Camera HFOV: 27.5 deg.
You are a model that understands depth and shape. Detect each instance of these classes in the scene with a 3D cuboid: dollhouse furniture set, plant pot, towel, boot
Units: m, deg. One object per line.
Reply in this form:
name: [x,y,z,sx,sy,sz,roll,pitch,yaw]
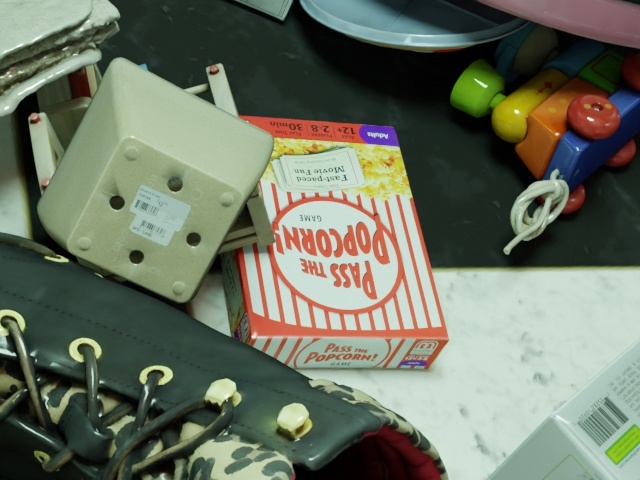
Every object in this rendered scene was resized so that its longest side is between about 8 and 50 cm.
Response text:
dollhouse furniture set: [-0.123,-0.087,0.881,0.129,0.129,0.183,-16,59,-2]
plant pot: [-0.094,-0.024,0.738,0.109,0.109,0.096,27,14,-14]
towel: [-0.286,-0.121,0.833,0.282,0.049,0.187,-27,44,-27]
boot: [-0.127,0.080,0.621,0.284,0.377,0.138,22,88,34]

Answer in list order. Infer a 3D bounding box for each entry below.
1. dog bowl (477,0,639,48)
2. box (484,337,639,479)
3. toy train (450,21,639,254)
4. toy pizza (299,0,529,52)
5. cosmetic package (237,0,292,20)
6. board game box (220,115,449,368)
dog bowl: [0.192,-0.290,1.091,0.408,0.150,0.408,16,25,-8]
box: [0.160,0.162,0.789,0.114,0.203,0.103,-31,71,-38]
toy train: [0.163,-0.094,1.056,0.143,0.105,0.248,36,49,20]
toy pizza: [0.082,-0.198,1.105,0.201,0.032,0.201,1,32,-1]
cosmetic package: [-0.040,-0.302,1.147,0.099,0.060,0.239,24,50,-7]
board game box: [0.000,0.000,0.948,0.147,0.045,0.193,2,55,-21]
